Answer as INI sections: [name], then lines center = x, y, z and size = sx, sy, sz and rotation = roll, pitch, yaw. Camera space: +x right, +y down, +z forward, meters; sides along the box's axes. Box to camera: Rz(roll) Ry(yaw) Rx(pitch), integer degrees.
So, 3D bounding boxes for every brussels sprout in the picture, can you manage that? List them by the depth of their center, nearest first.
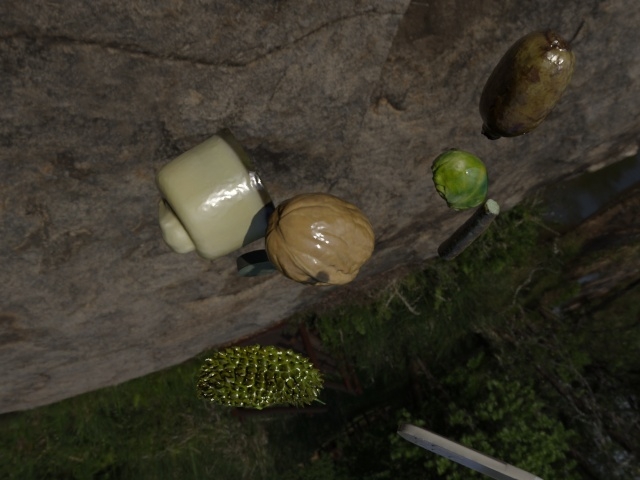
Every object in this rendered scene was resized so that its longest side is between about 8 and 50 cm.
[brussels sprout]
center = 0.357, -0.159, 1.119
size = 0.122, 0.149, 0.152
rotation = -13, 154, 31

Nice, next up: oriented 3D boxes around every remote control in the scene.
[remote control]
center = 0.248, 0.364, 0.749
size = 0.245, 0.022, 0.077
rotation = 16, 152, 23

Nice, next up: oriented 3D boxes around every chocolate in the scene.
[chocolate]
center = -0.301, -0.108, 1.212
size = 0.297, 0.314, 0.326
rotation = -27, -163, -8

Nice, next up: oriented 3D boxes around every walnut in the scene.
[walnut]
center = 0.000, 0.000, 1.003
size = 0.225, 0.224, 0.261
rotation = -35, 142, 30

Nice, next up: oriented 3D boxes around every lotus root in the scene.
[lotus root]
center = 0.403, -0.299, 0.905
size = 0.129, 0.145, 0.260
rotation = -20, 158, -23

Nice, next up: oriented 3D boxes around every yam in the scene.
[yam]
center = 0.404, -0.022, 1.225
size = 0.061, 0.061, 0.274
rotation = -11, 155, -20

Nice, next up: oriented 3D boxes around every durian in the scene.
[durian]
center = -0.164, 0.366, 1.184
size = 0.356, 0.157, 0.169
rotation = 1, 155, 4

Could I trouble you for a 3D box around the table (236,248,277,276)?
[table]
center = -0.190, 0.070, 1.371
size = 0.134, 0.043, 0.133
rotation = -12, 161, -4
